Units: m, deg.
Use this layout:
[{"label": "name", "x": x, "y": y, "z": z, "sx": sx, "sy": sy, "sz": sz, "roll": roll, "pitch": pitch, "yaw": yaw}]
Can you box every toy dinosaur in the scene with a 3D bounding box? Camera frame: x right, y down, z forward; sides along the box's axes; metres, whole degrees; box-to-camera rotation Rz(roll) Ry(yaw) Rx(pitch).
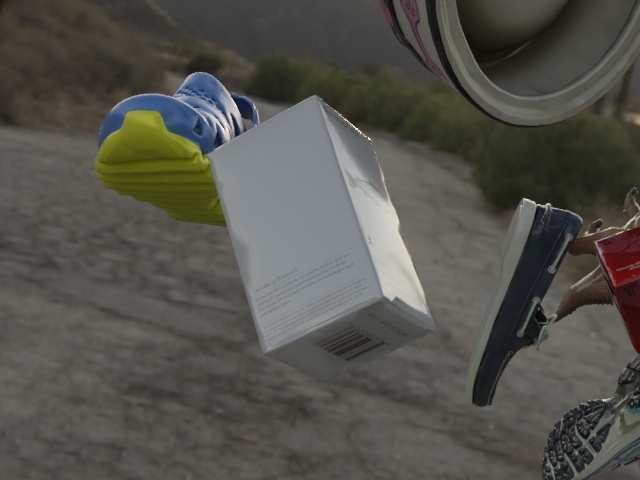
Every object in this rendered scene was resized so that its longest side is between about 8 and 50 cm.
[{"label": "toy dinosaur", "x": 0.392, "y": 0.010, "z": 1.490, "sx": 0.200, "sy": 0.296, "sz": 0.127, "roll": 47, "pitch": -4, "yaw": 29}]

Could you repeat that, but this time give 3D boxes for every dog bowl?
[{"label": "dog bowl", "x": 0.232, "y": -0.345, "z": 1.538, "sx": 0.408, "sy": 0.407, "sz": 0.150, "roll": 6, "pitch": 15, "yaw": -42}]

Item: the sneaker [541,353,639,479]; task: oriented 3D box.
[{"label": "sneaker", "x": 0.411, "y": 0.260, "z": 1.756, "sx": 0.122, "sy": 0.283, "sz": 0.110, "roll": 31, "pitch": 34, "yaw": -20}]

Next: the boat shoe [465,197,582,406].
[{"label": "boat shoe", "x": 0.225, "y": 0.078, "z": 1.494, "sx": 0.079, "sy": 0.254, "sz": 0.095, "roll": 16, "pitch": 14, "yaw": 3}]

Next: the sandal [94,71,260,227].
[{"label": "sandal", "x": -0.127, "y": -0.098, "z": 1.271, "sx": 0.126, "sy": 0.138, "sz": 0.317, "roll": 6, "pitch": -6, "yaw": 8}]

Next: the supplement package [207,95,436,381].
[{"label": "supplement package", "x": 0.000, "y": 0.000, "z": 1.025, "sx": 0.105, "sy": 0.179, "sz": 0.105, "roll": -27, "pitch": -27, "yaw": 19}]

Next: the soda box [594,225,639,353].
[{"label": "soda box", "x": 0.398, "y": 0.009, "z": 1.237, "sx": 0.263, "sy": 0.083, "sz": 0.092, "roll": -21, "pitch": 28, "yaw": 9}]
